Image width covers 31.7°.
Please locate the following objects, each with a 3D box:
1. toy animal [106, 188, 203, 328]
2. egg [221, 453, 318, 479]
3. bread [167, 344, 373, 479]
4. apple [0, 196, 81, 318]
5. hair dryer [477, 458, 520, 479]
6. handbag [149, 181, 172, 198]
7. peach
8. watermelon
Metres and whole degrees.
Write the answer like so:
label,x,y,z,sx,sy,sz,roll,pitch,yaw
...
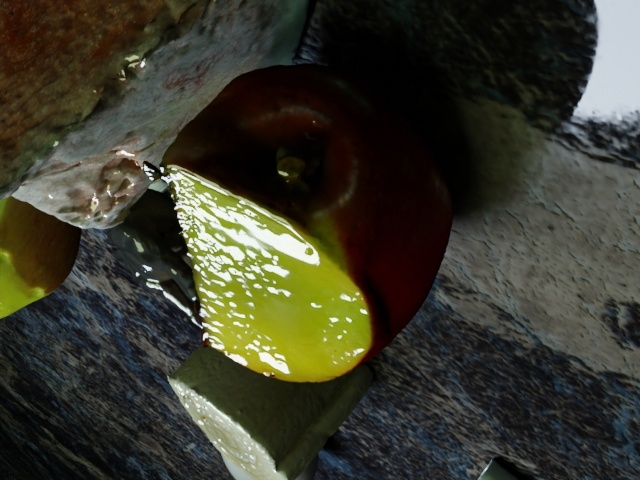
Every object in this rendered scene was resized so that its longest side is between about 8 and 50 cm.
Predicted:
label,x,y,z,sx,sy,sz,roll,pitch,yaw
toy animal,-0.127,0.017,0.956,0.148,0.084,0.233,20,163,17
egg,-0.059,0.229,1.264,0.103,0.103,0.135,1,130,55
bread,-0.048,0.136,1.056,0.148,0.141,0.134,49,153,-13
apple,-0.447,-0.030,1.127,0.384,0.374,0.374,31,153,13
hair dryer,0.214,0.222,0.946,0.155,0.044,0.183,35,149,12
handbag,-0.177,-0.110,0.960,0.315,0.109,0.241,36,159,-18
peach,0.005,0.001,0.744,0.154,0.159,0.267,26,149,19
watermelon,-0.147,-0.124,0.709,0.310,0.232,0.193,0,176,17
